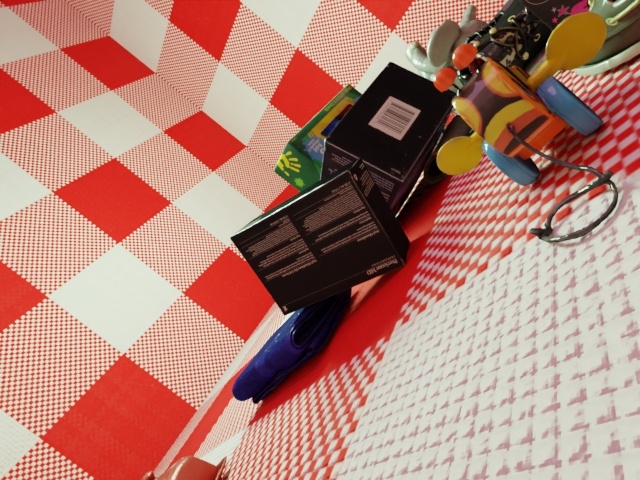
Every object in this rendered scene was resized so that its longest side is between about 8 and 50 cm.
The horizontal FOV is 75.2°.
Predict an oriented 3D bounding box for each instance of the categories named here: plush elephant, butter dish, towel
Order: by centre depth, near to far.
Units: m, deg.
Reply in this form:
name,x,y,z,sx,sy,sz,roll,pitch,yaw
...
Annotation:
name,x,y,z,sx,sy,sz,roll,pitch,yaw
butter dish,-0.254,0.436,0.699,0.160,0.118,0.160,-50,3,10
towel,-0.056,0.216,0.881,0.308,0.076,0.228,-48,-1,42
plush elephant,0.437,-0.585,1.283,0.255,0.271,0.330,110,165,-55

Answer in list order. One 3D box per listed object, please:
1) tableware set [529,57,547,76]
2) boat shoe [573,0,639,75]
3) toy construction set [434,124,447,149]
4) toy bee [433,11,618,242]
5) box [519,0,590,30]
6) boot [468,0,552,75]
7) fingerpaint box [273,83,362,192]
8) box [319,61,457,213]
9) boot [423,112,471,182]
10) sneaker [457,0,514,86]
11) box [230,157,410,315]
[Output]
name,x,y,z,sx,sy,sz,roll,pitch,yaw
tableware set,0.371,-0.268,0.684,0.154,0.024,0.104,-51,6,-22
boat shoe,0.329,-0.252,0.404,0.109,0.091,0.305,-51,3,5
toy construction set,0.249,-0.319,1.234,0.328,0.215,0.151,-48,5,49
toy bee,0.200,-0.143,0.422,0.195,0.162,0.298,-49,4,15
box,0.408,-0.401,0.536,0.163,0.142,0.247,-53,3,-39
boot,0.445,-0.470,0.840,0.284,0.138,0.377,-49,0,15
fingerpaint box,0.119,-0.298,1.467,0.445,0.371,0.163,-53,1,-37
box,0.140,-0.180,0.959,0.296,0.182,0.294,-54,-11,-27
boot,0.300,-0.240,0.888,0.208,0.076,0.190,-45,-16,-41
sneaker,0.444,-0.508,1.056,0.135,0.098,0.276,0,-50,-41
box,0.000,0.000,0.751,0.261,0.184,0.103,-26,12,26
